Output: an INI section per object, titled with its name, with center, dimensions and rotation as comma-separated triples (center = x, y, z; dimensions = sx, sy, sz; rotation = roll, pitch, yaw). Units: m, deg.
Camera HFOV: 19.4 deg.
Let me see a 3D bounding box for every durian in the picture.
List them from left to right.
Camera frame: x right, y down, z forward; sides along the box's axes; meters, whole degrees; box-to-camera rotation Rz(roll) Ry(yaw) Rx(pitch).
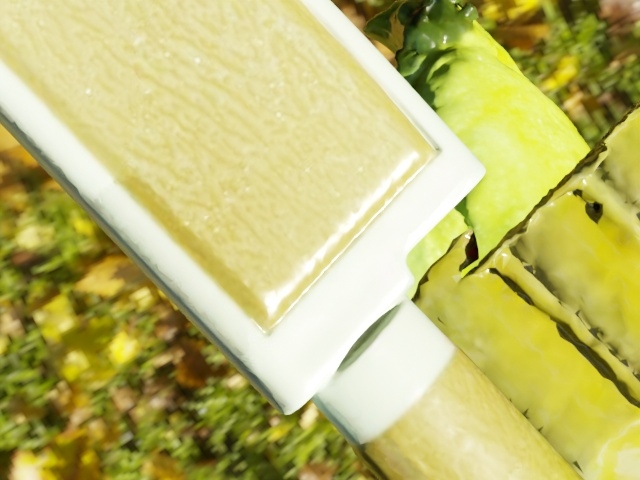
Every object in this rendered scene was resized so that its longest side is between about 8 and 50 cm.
[durian]
center = 0.100, 0.012, 1.320
dimensions = 0.256, 0.204, 0.340
rotation = -39, 79, -14

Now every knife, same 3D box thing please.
[knife]
center = 0.001, -0.001, 0.344
dimensions = 0.343, 0.061, 0.027
rotation = 46, 161, -8

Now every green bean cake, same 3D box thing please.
[green bean cake]
center = 0.154, -0.003, 0.723
dimensions = 0.124, 0.233, 0.236
rotation = 45, 97, 8
